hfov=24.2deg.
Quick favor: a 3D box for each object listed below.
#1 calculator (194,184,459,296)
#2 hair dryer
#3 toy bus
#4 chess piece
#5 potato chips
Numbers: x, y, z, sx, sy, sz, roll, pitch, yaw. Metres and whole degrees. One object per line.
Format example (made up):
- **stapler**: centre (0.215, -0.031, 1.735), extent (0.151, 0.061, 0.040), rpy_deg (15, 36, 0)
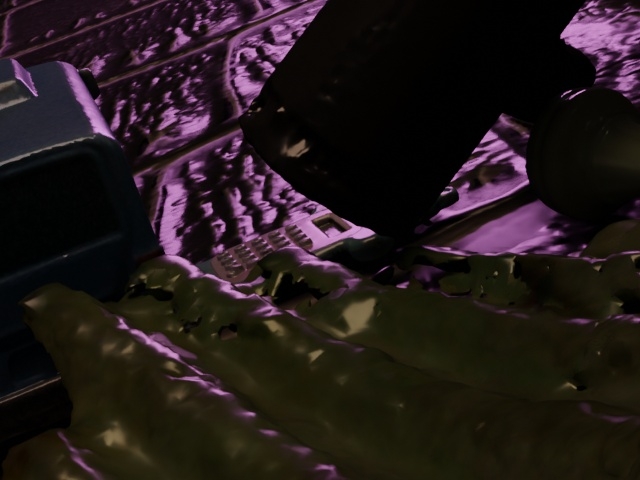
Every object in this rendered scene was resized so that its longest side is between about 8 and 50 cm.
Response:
- **calculator**: centre (0.000, 0.000, 0.726), extent (0.141, 0.019, 0.094), rpy_deg (-23, 16, -9)
- **hair dryer**: centre (0.083, -0.096, 0.693), extent (0.197, 0.089, 0.251), rpy_deg (-54, -18, 9)
- **toy bus**: centre (-0.138, -0.008, 0.705), extent (0.116, 0.133, 0.234), rpy_deg (-23, 19, -7)
- **chess piece**: centre (0.153, -0.025, 0.603), extent (0.059, 0.059, 0.149), rpy_deg (-29, 28, -27)
- **potato chips**: centre (0.034, 0.054, 0.419), extent (0.389, 0.097, 0.373), rpy_deg (-13, 21, 36)
